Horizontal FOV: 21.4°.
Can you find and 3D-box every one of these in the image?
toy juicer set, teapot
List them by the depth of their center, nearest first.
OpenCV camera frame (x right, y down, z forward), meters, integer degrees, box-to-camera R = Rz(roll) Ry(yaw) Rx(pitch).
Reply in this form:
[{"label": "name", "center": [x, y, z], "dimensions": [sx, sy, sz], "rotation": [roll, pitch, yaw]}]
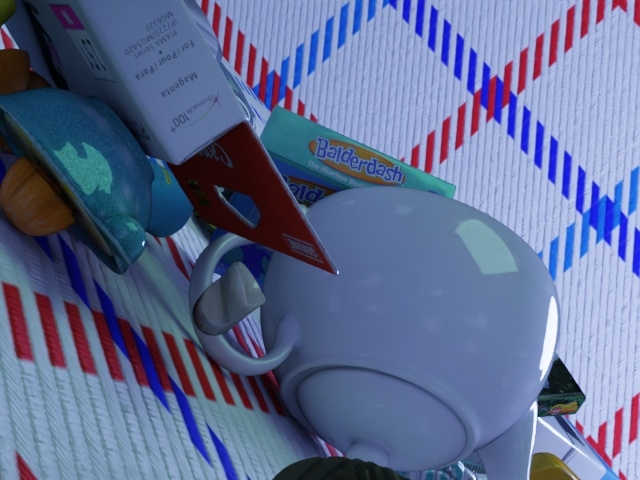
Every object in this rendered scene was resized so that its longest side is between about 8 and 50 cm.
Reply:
[{"label": "toy juicer set", "center": [-0.152, -0.022, 1.074], "dimensions": [0.329, 0.089, 0.209], "rotation": [47, -14, 21]}, {"label": "teapot", "center": [0.053, 0.090, 1.305], "dimensions": [0.256, 0.187, 0.252], "rotation": [9, -35, 19]}]

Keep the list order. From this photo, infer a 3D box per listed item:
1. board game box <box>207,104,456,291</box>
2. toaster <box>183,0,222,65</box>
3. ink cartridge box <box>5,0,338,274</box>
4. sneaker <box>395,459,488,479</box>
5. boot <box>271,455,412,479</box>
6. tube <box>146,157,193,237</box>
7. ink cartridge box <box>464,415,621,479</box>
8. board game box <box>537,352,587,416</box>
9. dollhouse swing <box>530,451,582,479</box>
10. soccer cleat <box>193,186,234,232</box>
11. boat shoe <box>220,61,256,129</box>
[{"label": "board game box", "center": [0.001, -0.010, 1.404], "dimensions": [0.160, 0.047, 0.210], "rotation": [25, -32, -5]}, {"label": "toaster", "center": [-0.207, -0.231, 1.814], "dimensions": [0.146, 0.129, 0.227], "rotation": [37, 14, -45]}, {"label": "ink cartridge box", "center": [-0.115, -0.081, 1.122], "dimensions": [0.239, 0.060, 0.275], "rotation": [61, -15, -18]}, {"label": "sneaker", "center": [0.103, 0.213, 1.466], "dimensions": [0.166, 0.065, 0.076], "rotation": [24, -9, -37]}, {"label": "boot", "center": [0.094, 0.249, 1.001], "dimensions": [0.236, 0.089, 0.269], "rotation": [25, -21, 31]}, {"label": "tube", "center": [-0.178, -0.063, 1.293], "dimensions": [0.080, 0.052, 0.207], "rotation": [38, 3, 41]}, {"label": "ink cartridge box", "center": [0.166, 0.186, 1.784], "dimensions": [0.223, 0.129, 0.307], "rotation": [51, 7, 32]}, {"label": "board game box", "center": [0.112, 0.114, 1.581], "dimensions": [0.259, 0.030, 0.136], "rotation": [0, 45, -32]}, {"label": "dollhouse swing", "center": [0.343, 0.297, 1.489], "dimensions": [0.315, 0.305, 0.347], "rotation": [46, 7, -26]}, {"label": "soccer cleat", "center": [-0.089, -0.044, 1.685], "dimensions": [0.060, 0.072, 0.179], "rotation": [46, 6, -21]}, {"label": "boat shoe", "center": [-0.185, -0.223, 1.987], "dimensions": [0.319, 0.116, 0.099], "rotation": [52, 0, -19]}]
